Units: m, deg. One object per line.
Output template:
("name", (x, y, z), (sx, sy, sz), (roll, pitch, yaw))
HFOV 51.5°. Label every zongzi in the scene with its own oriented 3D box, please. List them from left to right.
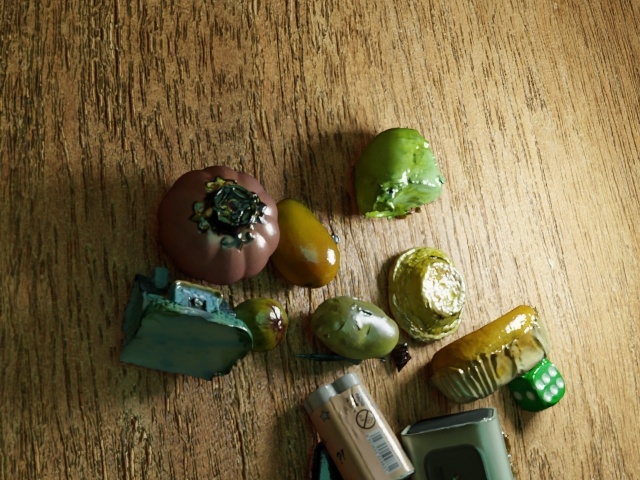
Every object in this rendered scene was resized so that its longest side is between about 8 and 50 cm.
("zongzi", (0.227, 0.336, 1.876), (0.083, 0.067, 0.073), (52, 50, -26))

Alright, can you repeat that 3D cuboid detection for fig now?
("fig", (-0.151, 0.209, 1.662), (0.153, 0.120, 0.136), (41, 56, -24))

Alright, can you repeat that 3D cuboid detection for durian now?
("durian", (0.222, -0.196, 1.938), (0.255, 0.204, 0.340), (7, 52, -19))

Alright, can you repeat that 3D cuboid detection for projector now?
("projector", (0.365, 0.590, 1.730), (0.248, 0.248, 0.249), (-15, 81, 14))

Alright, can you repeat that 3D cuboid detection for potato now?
("potato", (0.095, 0.232, 1.772), (0.248, 0.143, 0.169), (18, 57, -20))

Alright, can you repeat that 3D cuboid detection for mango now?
("mango", (-0.058, 0.014, 1.765), (0.175, 0.139, 0.254), (-35, 86, -40))

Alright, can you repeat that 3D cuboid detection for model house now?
("model house", (-0.305, 0.164, 1.558), (0.261, 0.226, 0.241), (19, 38, -25))

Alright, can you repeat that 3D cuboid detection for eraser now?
("eraser", (0.097, 0.488, 1.666), (0.171, 0.087, 0.290), (-22, 62, -21))

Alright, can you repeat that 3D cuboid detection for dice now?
("dice", (0.666, 0.443, 2.044), (0.128, 0.120, 0.131), (-28, 89, -31))

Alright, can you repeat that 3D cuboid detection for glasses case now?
("glasses case", (0.019, 0.640, 1.662), (0.103, 0.067, 0.267), (14, 70, -22))

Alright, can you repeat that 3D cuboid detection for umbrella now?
("umbrella", (0.051, 0.317, 1.800), (0.269, 0.044, 0.044), (6, 98, -18))

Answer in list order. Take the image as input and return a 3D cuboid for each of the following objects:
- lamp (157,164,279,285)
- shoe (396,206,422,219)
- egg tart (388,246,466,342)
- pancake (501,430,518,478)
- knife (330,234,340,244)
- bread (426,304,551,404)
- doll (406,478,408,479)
("lamp", (-0.241, -0.045, 1.615), (0.305, 0.239, 0.305), (8, 68, -20))
("shoe", (0.278, -0.111, 2.022), (0.109, 0.069, 0.072), (-40, 103, -26))
("egg tart", (0.330, 0.150, 1.944), (0.294, 0.123, 0.294), (9, 70, -27))
("pancake", (0.478, 0.660, 1.915), (0.257, 0.056, 0.212), (5, 74, -27))
("knife", (0.000, 0.000, 1.867), (0.121, 0.018, 0.031), (0, 83, -28))
("bread", (0.496, 0.316, 1.920), (0.388, 0.236, 0.183), (-28, 91, -31))
("doll", (0.187, 0.580, 1.773), (0.094, 0.079, 0.180), (-29, 77, -17))
